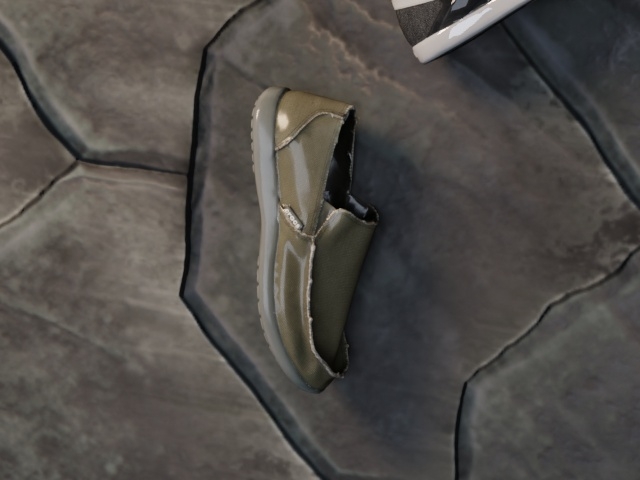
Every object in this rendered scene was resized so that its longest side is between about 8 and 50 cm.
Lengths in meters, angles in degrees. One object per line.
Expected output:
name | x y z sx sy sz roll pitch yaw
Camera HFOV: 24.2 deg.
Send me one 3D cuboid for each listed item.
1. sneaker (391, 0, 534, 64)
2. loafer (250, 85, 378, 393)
sneaker | 0.138 -0.237 1.135 0.217 0.079 0.121 -30 93 17
loafer | 0.000 0.000 1.199 0.087 0.094 0.251 -3 98 18
